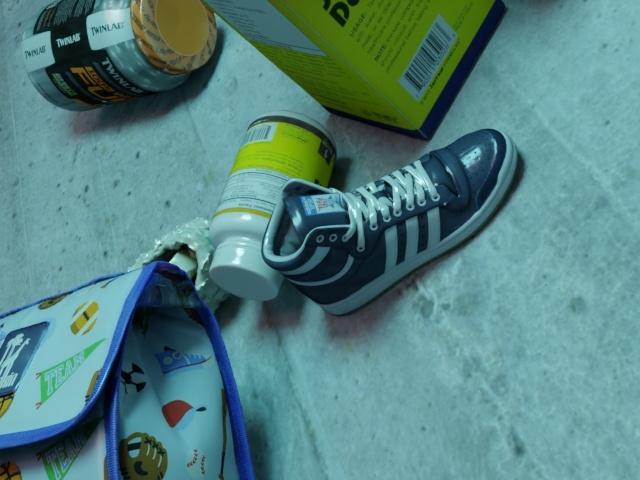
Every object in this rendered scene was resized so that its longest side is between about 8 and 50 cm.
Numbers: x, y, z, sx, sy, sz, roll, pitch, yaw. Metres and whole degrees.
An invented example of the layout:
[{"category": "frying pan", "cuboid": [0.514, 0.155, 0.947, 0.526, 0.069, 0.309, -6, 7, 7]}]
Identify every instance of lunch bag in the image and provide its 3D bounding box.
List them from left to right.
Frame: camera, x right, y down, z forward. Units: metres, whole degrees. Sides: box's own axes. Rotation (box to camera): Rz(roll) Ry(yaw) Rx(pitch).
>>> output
[{"category": "lunch bag", "cuboid": [-0.251, 0.240, 0.890, 0.327, 0.239, 0.385, -18, 72, 31]}]

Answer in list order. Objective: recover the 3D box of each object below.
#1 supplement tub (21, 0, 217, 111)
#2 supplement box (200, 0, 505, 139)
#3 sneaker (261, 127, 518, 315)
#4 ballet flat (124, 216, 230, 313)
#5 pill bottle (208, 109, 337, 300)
[{"category": "supplement tub", "cuboid": [-0.330, -0.326, 1.418, 0.316, 0.193, 0.194, -4, 62, 42]}, {"category": "supplement box", "cuboid": [0.010, -0.297, 0.966, 0.194, 0.356, 0.195, 26, 83, 47]}, {"category": "sneaker", "cuboid": [0.064, -0.039, 0.902, 0.282, 0.153, 0.099, -40, 45, 16]}, {"category": "ballet flat", "cuboid": [-0.264, 0.126, 1.086, 0.409, 0.147, 0.147, -48, 42, 7]}, {"category": "pill bottle", "cuboid": [-0.060, -0.041, 1.028, 0.117, 0.117, 0.215, -8, 52, 39]}]
